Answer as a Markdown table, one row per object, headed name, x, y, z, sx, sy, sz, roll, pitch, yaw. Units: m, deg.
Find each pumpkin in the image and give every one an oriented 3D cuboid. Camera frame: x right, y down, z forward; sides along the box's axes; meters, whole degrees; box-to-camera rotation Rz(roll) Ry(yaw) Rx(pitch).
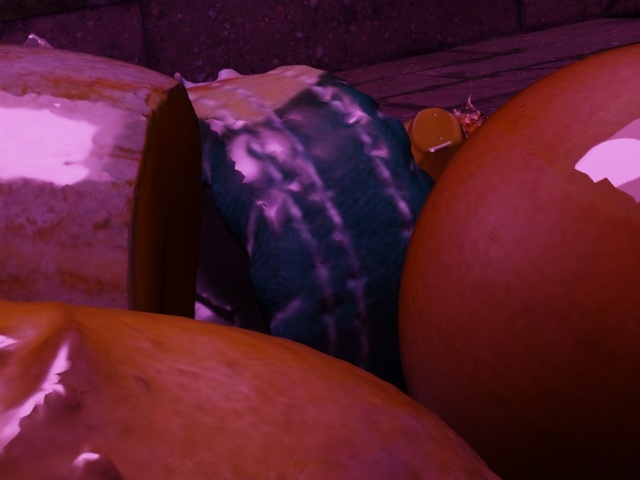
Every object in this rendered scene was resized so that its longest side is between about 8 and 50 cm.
| name | x | y | z | sx | sy | sz | roll | pitch | yaw |
| --- | --- | --- | --- | --- | --- | --- | --- | --- | --- |
| pumpkin | -0.165 | 0.049 | 0.766 | 0.199 | 0.332 | 0.332 | 8 | 16 | 6 |

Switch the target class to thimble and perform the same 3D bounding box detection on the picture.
| name | x | y | z | sx | sy | sz | roll | pitch | yaw |
| --- | --- | --- | --- | --- | --- | --- | --- | --- | --- |
| thimble | -0.033 | -0.001 | 0.987 | 0.167 | 0.288 | 0.254 | -18 | -26 | -27 |

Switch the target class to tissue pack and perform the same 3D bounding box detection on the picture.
| name | x | y | z | sx | sy | sz | roll | pitch | yaw |
| --- | --- | --- | --- | --- | --- | --- | --- | --- | --- |
| tissue pack | 0.088 | -0.066 | 1.478 | 0.178 | 0.127 | 0.123 | -13 | 32 | 5 |

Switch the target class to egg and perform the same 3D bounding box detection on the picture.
| name | x | y | z | sx | sy | sz | roll | pitch | yaw |
| --- | --- | --- | --- | --- | --- | --- | --- | --- | --- |
| egg | 0.190 | 0.045 | 0.655 | 0.283 | 0.282 | 0.351 | 0 | -7 | 28 |

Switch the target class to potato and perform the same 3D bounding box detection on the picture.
| name | x | y | z | sx | sy | sz | roll | pitch | yaw |
| --- | --- | --- | --- | --- | --- | --- | --- | --- | --- |
| potato | -0.093 | 0.120 | 0.514 | 0.296 | 0.289 | 0.397 | -17 | 41 | -21 |

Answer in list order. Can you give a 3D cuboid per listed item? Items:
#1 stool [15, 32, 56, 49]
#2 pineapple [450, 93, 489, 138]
| name | x | y | z | sx | sy | sz | roll | pitch | yaw |
| --- | --- | --- | --- | --- | --- | --- | --- | --- | --- |
| stool | -0.230 | -0.045 | 1.196 | 0.170 | 0.244 | 0.270 | -54 | 19 | -7 |
| pineapple | 0.176 | -0.104 | 1.562 | 0.233 | 0.135 | 0.079 | 8 | 22 | 44 |
